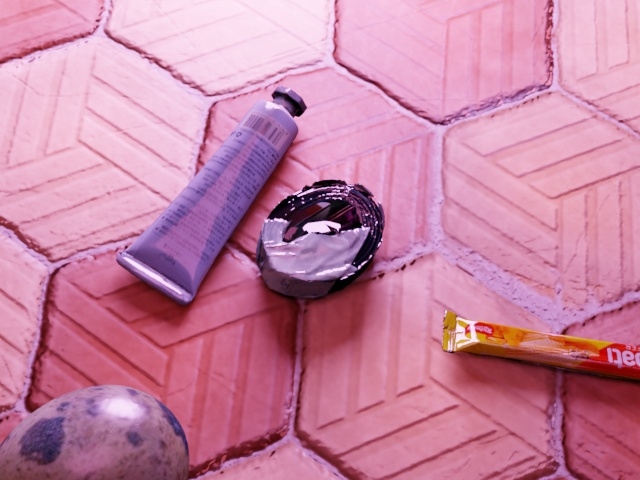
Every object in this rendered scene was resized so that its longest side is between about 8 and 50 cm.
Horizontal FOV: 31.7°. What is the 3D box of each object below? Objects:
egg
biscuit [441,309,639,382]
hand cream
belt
[{"bbox_3d":[-0.202,0.200,0.966,0.181,0.141,0.141,-18,66,-5],"label":"egg"},{"bbox_3d":[0.262,0.113,1.101,0.292,0.026,0.048,9,44,1],"label":"biscuit"},{"bbox_3d":[-0.101,-0.055,1.148,0.088,0.055,0.256,33,68,4],"label":"hand cream"},{"bbox_3d":[0.000,0.000,1.124,0.140,0.058,0.105,-28,74,-20],"label":"belt"}]
